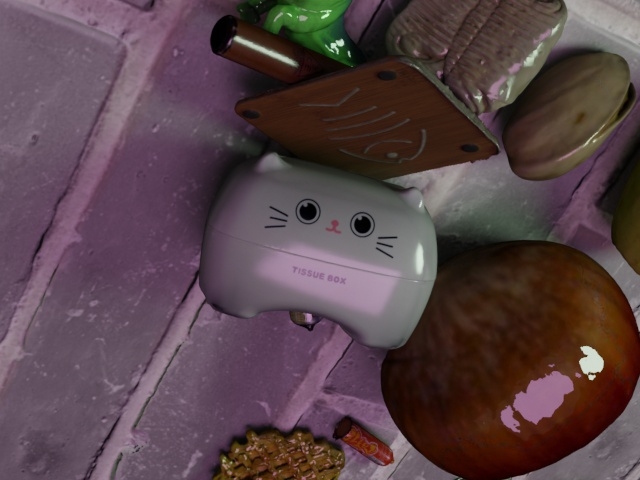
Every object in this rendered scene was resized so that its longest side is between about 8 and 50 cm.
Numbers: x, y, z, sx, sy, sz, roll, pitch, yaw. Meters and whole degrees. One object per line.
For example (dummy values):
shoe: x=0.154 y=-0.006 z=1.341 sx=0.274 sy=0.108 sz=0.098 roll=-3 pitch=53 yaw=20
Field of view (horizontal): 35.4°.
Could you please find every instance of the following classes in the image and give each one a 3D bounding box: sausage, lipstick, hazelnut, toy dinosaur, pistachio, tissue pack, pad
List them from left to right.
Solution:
tissue pack: x=0.000 y=0.000 z=1.447 sx=0.333 sy=0.229 sz=0.236 roll=14 pitch=103 yaw=-7
lipstick: x=0.009 y=-0.218 z=1.349 sx=0.356 sy=0.057 sz=0.057 roll=17 pitch=118 yaw=-38
sausage: x=0.086 y=0.376 z=1.829 sx=0.145 sy=0.048 sz=0.050 roll=40 pitch=69 yaw=-30
pad: x=0.069 y=-0.154 z=1.385 sx=0.286 sy=0.018 sz=0.284 roll=-9 pitch=154 yaw=34
toy dinosaur: x=0.070 y=-0.410 z=1.285 sx=0.500 sy=0.144 sz=0.374 roll=-39 pitch=126 yaw=19
hazelnut: x=0.286 y=0.174 z=1.574 sx=0.409 sy=0.359 sz=0.359 roll=-31 pitch=122 yaw=9
pistachio: x=0.369 y=-0.184 z=1.484 sx=0.238 sy=0.153 sz=0.138 roll=-46 pitch=133 yaw=-13

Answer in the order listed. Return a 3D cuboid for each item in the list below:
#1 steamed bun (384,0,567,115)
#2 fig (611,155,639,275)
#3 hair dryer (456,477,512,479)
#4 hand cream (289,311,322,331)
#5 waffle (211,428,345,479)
steamed bun: x=0.217 y=-0.276 z=1.388 sx=0.218 sy=0.211 sz=0.144 roll=-55 pitch=160 yaw=4
fig: x=0.588 y=-0.069 z=1.539 sx=0.258 sy=0.258 sz=0.326 roll=27 pitch=132 yaw=-25
hair dryer: x=0.323 y=0.477 z=1.947 sx=0.124 sy=0.038 sz=0.063 roll=-20 pitch=123 yaw=-5
hand cream: x=-0.027 y=0.035 z=1.598 sx=0.086 sy=0.055 sz=0.235 roll=-9 pitch=113 yaw=-8
waffle: x=-0.080 y=0.447 z=1.838 sx=0.245 sy=0.052 sz=0.254 roll=14 pitch=116 yaw=-17
